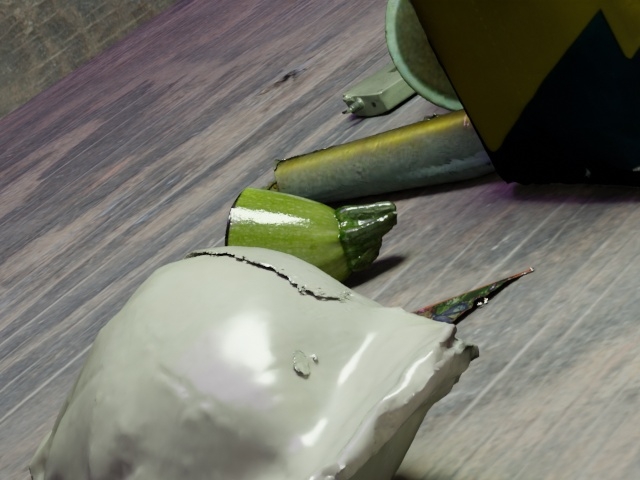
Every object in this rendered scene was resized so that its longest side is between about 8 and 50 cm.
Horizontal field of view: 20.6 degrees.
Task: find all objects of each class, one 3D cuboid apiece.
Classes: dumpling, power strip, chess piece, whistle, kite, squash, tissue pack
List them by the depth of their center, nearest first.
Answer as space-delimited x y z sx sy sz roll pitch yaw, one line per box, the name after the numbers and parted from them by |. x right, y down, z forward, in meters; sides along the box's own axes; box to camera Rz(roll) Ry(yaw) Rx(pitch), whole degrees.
-0.076 0.122 1.022 0.341 0.181 0.260 19 55 39 | dumpling
0.046 0.077 1.237 0.232 0.009 0.189 -36 18 -25 | kite
0.193 -0.268 1.320 0.253 0.417 0.264 -36 18 -26 | tissue pack
0.002 0.007 1.420 0.132 0.105 0.105 -1 25 19 | squash
0.059 -0.071 1.582 0.326 0.057 0.068 -11 23 45 | whistle
0.172 -0.224 1.748 0.175 0.176 0.298 -23 5 17 | chess piece
0.111 -0.190 1.913 0.227 0.029 0.080 -35 19 -24 | power strip
